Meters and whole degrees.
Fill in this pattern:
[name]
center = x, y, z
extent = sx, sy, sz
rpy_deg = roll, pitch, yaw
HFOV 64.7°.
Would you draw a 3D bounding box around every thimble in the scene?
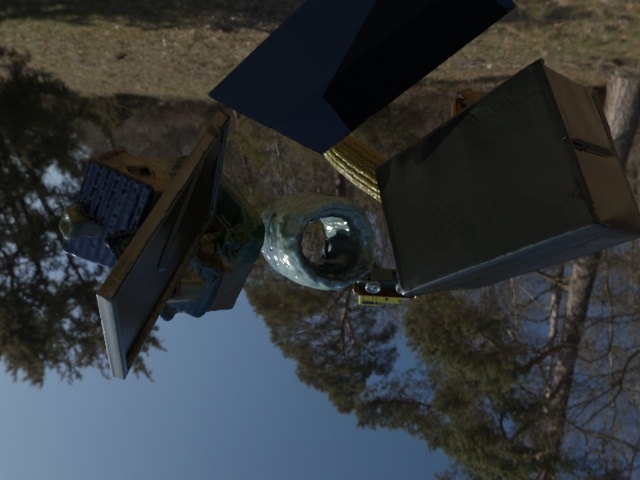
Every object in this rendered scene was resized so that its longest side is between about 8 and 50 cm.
[thimble]
center = 0.000, 0.000, 1.082
extent = 0.250, 0.204, 0.172
rpy_deg = 22, 172, -34

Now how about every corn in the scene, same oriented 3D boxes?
[corn]
center = 0.143, -0.230, 1.594
extent = 0.131, 0.131, 0.344
rpy_deg = -30, -122, -33

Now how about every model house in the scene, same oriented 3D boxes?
[model house]
center = -0.311, -0.016, 0.941
extent = 0.280, 0.245, 0.312
rpy_deg = 3, -144, -47

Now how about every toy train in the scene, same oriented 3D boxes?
[toy train]
center = 0.175, 0.120, 1.348
extent = 0.219, 0.127, 0.089
rpy_deg = 3, -128, 2

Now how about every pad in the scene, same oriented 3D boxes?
[pad]
center = 0.059, -0.259, 0.682
extent = 0.367, 0.007, 0.248
rpy_deg = -34, 149, 27

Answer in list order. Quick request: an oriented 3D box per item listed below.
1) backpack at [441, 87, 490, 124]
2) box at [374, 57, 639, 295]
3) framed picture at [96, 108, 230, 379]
[backpack]
center = 0.442, -0.200, 1.234
extent = 0.354, 0.201, 0.378
rpy_deg = 12, -125, 2
[box]
center = 0.294, -0.074, 0.829
extent = 0.204, 0.251, 0.345
rpy_deg = 1, 161, -39
[framed picture]
center = -0.181, 0.003, 0.620
extent = 0.020, 0.211, 0.289
rpy_deg = 22, -128, -3
